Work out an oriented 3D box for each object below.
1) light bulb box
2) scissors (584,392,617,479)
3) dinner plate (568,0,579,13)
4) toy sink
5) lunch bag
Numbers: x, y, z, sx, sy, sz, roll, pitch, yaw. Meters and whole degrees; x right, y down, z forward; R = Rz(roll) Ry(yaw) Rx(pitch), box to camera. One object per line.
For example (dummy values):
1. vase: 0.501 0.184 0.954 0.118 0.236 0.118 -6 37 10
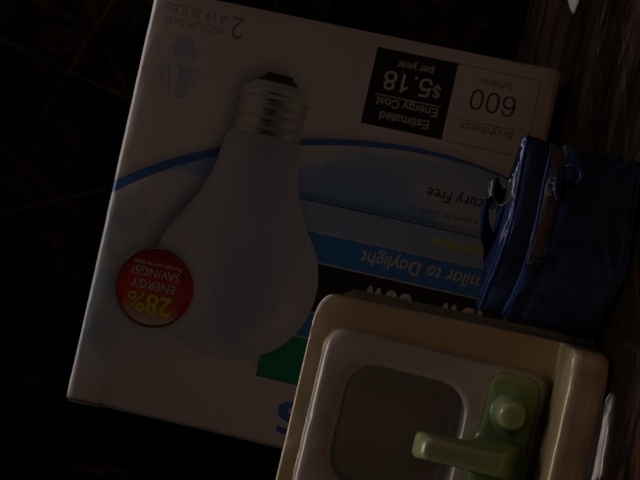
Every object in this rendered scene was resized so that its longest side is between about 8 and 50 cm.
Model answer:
1. light bulb box: 0.000 0.000 1.375 0.225 0.358 0.361 8 -86 -84
2. scissors: 0.071 0.201 0.510 0.109 0.021 0.297 -3 -73 -83
3. dinner plate: 0.238 -0.274 1.386 0.141 0.017 0.141 14 -90 -87
4. toy sink: 0.049 0.109 0.755 0.234 0.131 0.152 -3 -75 -87
5. lunch bag: 0.104 -0.003 0.701 0.098 0.065 0.067 94 -171 -63
